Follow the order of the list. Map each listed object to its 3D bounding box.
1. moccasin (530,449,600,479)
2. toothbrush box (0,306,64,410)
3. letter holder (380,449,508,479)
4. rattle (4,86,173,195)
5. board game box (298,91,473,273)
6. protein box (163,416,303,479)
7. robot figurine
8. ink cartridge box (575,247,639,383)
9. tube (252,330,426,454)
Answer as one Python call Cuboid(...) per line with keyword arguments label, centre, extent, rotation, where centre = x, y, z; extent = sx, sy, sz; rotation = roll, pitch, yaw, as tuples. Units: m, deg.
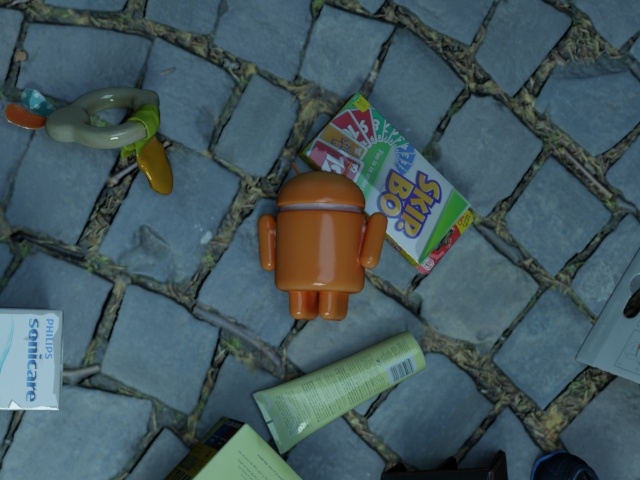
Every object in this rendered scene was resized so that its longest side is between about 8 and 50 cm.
Cuboid(label="moccasin", centre=(0.383, 0.477, 1.756), extent=(0.137, 0.117, 0.342), rotation=(-22, 92, -17))
Cuboid(label="toothbrush box", centre=(-0.469, 0.139, 1.485), extent=(0.295, 0.216, 0.126), rotation=(2, 85, -17))
Cuboid(label="letter holder", centre=(0.191, 0.455, 1.701), extent=(0.152, 0.214, 0.302), rotation=(-6, 87, 15))
Cuboid(label="rattle", centre=(-0.309, -0.133, 1.651), extent=(0.199, 0.143, 0.130), rotation=(-8, 55, -2))
Cuboid(label="board game box", centre=(0.102, -0.079, 1.767), extent=(0.259, 0.039, 0.124), rotation=(44, 76, -11))
Cuboid(label="protein box", centre=(-0.115, 0.375, 1.609), extent=(0.200, 0.136, 0.201), rotation=(47, 74, -9))
Cuboid(label="robot figurine", centre=(0.002, 0.000, 1.680), extent=(0.128, 0.158, 0.219), rotation=(4, 84, -32))
Cuboid(label="ink cartridge box", centre=(0.607, 0.125, 1.762), extent=(0.308, 0.385, 0.091), rotation=(-56, 132, -13))
Cuboid(label="tube", centre=(0.030, 0.202, 1.712), extent=(0.240, 0.062, 0.070), rotation=(-26, 49, -12))
